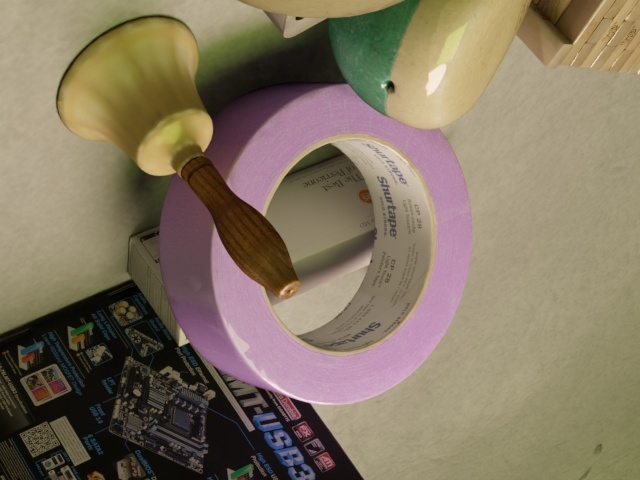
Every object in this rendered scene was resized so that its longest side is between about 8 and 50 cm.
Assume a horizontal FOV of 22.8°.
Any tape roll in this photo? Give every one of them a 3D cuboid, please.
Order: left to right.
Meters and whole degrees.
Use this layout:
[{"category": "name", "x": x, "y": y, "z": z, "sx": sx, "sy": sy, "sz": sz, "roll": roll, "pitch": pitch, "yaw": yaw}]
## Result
[{"category": "tape roll", "x": 0.000, "y": 0.000, "z": 1.373, "sx": 0.274, "sy": 0.090, "sz": 0.275, "roll": -6, "pitch": 100, "yaw": -35}]

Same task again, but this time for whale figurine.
[{"category": "whale figurine", "x": 0.105, "y": -0.220, "z": 1.308, "sx": 0.272, "sy": 0.141, "sz": 0.216, "roll": -55, "pitch": 165, "yaw": -31}]

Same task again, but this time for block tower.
[{"category": "block tower", "x": 0.318, "y": -0.224, "z": 1.562, "sx": 0.335, "sy": 0.091, "sz": 0.097, "roll": -4, "pitch": 136, "yaw": -46}]

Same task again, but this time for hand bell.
[{"category": "hand bell", "x": -0.089, "y": -0.045, "z": 1.206, "sx": 0.126, "sy": 0.242, "sz": 0.126, "roll": -28, "pitch": 151, "yaw": -17}]

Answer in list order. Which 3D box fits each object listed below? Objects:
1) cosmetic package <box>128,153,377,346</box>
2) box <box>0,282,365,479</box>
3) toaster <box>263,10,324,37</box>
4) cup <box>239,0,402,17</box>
[{"category": "cosmetic package", "x": -0.050, "y": 0.004, "z": 1.471, "sx": 0.239, "sy": 0.099, "sz": 0.060, "roll": -23, "pitch": 149, "yaw": -26}, {"category": "box", "x": -0.157, "y": 0.184, "z": 1.407, "sx": 0.293, "sy": 0.295, "sz": 0.073, "roll": -24, "pitch": 151, "yaw": -25}, {"category": "toaster", "x": 0.009, "y": -0.247, "z": 1.125, "sx": 0.168, "sy": 0.110, "sz": 0.186, "roll": -32, "pitch": 169, "yaw": -15}, {"category": "cup", "x": 0.002, "y": -0.265, "z": 0.873, "sx": 0.331, "sy": 0.331, "sz": 0.237, "roll": -26, "pitch": 144, "yaw": -21}]
